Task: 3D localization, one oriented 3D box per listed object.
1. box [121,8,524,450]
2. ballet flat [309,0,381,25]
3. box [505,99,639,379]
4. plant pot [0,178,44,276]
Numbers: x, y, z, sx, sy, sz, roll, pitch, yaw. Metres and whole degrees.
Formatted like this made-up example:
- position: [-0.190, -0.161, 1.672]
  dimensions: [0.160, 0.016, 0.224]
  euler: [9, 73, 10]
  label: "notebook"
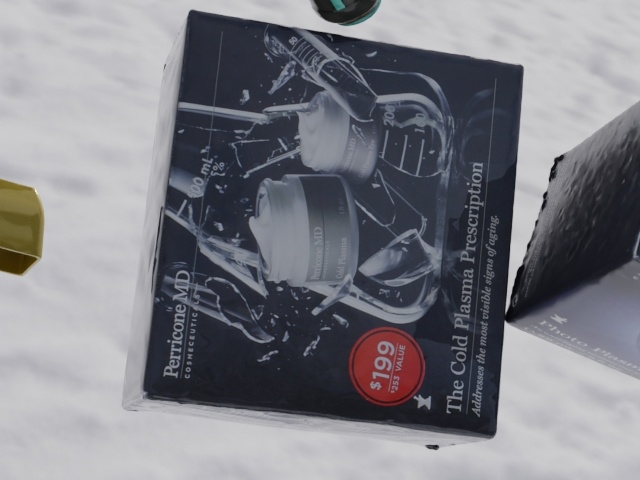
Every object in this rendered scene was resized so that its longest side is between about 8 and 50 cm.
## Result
- position: [0.000, 0.000, 1.442]
  dimensions: [0.312, 0.343, 0.179]
  euler: [7, -11, -11]
  label: "box"
- position: [0.001, -0.319, 1.425]
  dimensions: [0.096, 0.095, 0.280]
  euler: [42, 28, -50]
  label: "ballet flat"
- position: [0.349, 0.023, 1.304]
  dimensions: [0.296, 0.183, 0.294]
  euler: [22, -17, -6]
  label: "box"
- position: [-0.341, -0.019, 1.708]
  dimensions: [0.081, 0.081, 0.083]
  euler: [15, 68, -22]
  label: "plant pot"
